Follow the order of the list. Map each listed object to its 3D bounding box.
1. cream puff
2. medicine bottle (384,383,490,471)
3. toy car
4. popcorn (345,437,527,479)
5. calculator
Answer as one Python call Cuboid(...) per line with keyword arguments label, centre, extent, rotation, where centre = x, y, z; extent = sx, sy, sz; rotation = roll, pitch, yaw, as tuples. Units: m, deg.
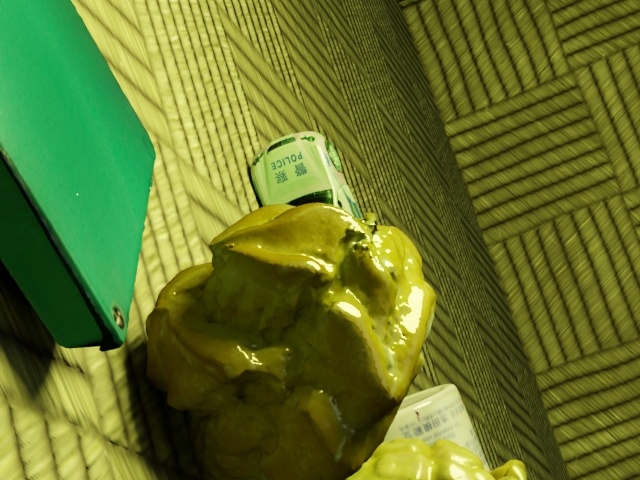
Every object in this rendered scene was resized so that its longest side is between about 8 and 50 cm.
Cuboid(label="cream puff", centre=(-0.030, 0.075, 1.111), extent=(0.195, 0.221, 0.194), rotation=(29, 12, -7))
Cuboid(label="medicine bottle", centre=(0.135, 0.319, 1.574), extent=(0.130, 0.130, 0.341), rotation=(-16, 84, -79))
Cuboid(label="toy car", centre=(0.000, 0.000, 1.653), extent=(0.224, 0.090, 0.076), rotation=(67, 15, -6))
Cuboid(label="popcorn", centre=(0.096, 0.264, 1.289), extent=(0.259, 0.212, 0.259), rotation=(49, 29, -40))
Cuboid(label="calculator", centre=(-0.182, -0.079, 0.990), extent=(0.274, 0.058, 0.248), rotation=(-95, 159, -57))
